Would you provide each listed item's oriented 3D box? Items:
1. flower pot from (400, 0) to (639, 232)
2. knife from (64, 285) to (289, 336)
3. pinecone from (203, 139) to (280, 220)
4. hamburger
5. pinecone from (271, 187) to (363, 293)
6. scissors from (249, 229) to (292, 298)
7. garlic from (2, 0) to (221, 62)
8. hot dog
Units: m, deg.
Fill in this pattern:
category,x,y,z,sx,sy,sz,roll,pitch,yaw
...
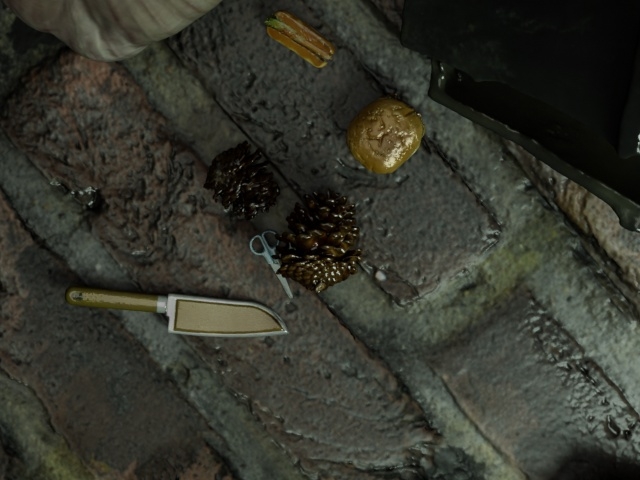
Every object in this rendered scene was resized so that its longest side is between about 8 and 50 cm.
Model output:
category,x,y,z,sx,sy,sz,roll,pitch,yaw
flower pot,0.235,-0.223,0.926,0.251,0.379,0.380,18,99,24
knife,-0.162,0.082,1.122,0.255,0.022,0.046,6,92,-1
pinecone,-0.083,-0.063,1.075,0.077,0.077,0.083,-40,120,8
hamburger,0.070,-0.115,1.069,0.076,0.044,0.083,37,101,-1
pinecone,0.003,0.001,1.067,0.102,0.102,0.109,25,88,0
scissors,-0.051,0.029,1.116,0.036,0.006,0.083,-24,96,9
garlic,-0.195,-0.332,0.950,0.317,0.259,0.318,0,94,7
hot dog,-0.022,-0.220,1.072,0.083,0.021,0.037,37,119,-5
